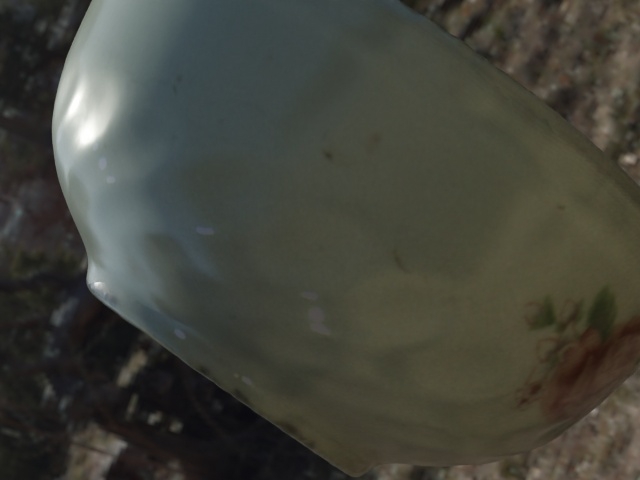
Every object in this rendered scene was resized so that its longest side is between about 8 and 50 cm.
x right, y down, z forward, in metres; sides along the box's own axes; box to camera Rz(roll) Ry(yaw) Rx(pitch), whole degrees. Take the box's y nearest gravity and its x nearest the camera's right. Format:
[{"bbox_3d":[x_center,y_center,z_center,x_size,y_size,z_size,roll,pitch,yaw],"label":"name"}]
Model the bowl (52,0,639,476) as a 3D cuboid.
[{"bbox_3d":[0.000,0.000,0.607,0.145,0.277,0.277,-53,23,-5],"label":"bowl"}]
